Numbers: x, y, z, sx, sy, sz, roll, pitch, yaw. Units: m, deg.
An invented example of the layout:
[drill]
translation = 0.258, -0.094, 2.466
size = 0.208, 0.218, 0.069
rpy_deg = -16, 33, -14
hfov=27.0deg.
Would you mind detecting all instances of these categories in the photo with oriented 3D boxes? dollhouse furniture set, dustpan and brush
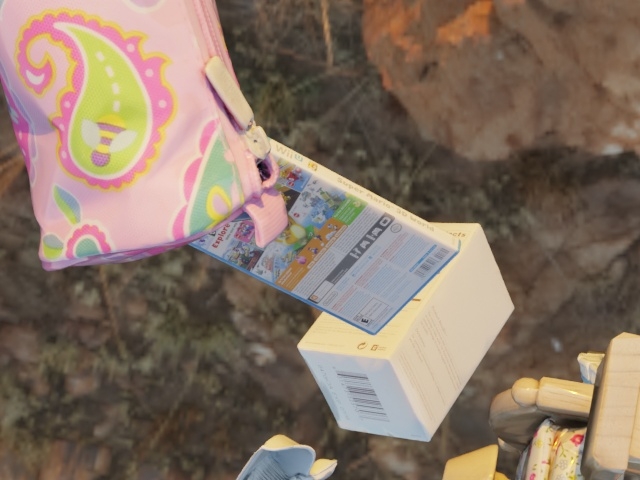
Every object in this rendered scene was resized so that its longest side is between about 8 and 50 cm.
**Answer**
[dollhouse furniture set]
translation = 0.026, 0.213, 0.562
size = 0.173, 0.303, 0.355
rpy_deg = 11, 163, 8
[dustpan and brush]
translation = -0.038, 0.249, 1.370
size = 0.060, 0.211, 0.147
rpy_deg = 36, 109, 10

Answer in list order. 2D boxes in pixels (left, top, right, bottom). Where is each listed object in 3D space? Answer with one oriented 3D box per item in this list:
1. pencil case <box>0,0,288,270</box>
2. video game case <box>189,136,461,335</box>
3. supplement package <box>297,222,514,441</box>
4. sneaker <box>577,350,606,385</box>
[pencil case]
translation = -0.100, -0.126, 0.579
size = 0.124, 0.124, 0.284
rpy_deg = -12, 103, 18
[video game case]
translation = 0.000, 0.000, 0.960
size = 0.166, 0.015, 0.119
rpy_deg = 27, 134, -15
[supplement package]
translation = 0.081, 0.078, 1.205
size = 0.105, 0.179, 0.105
rpy_deg = 2, 130, 40
[sneaker]
translation = 0.237, 0.142, 1.023
size = 0.071, 0.190, 0.083
rpy_deg = 3, 96, 6
